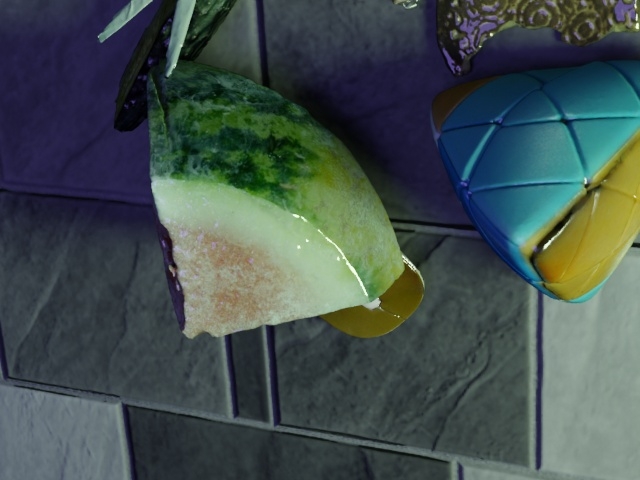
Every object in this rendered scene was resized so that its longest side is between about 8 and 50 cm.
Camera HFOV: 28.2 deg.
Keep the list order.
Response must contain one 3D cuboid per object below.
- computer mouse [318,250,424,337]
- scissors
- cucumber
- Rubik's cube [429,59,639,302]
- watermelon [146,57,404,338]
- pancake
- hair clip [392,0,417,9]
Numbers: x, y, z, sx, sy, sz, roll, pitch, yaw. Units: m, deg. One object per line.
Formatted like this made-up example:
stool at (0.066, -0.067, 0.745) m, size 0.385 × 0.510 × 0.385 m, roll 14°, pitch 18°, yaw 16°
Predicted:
computer mouse at (0.000, 0.000, 1.337) m, size 0.245 × 0.056 × 0.126 m, roll 46°, pitch 123°, yaw 0°
scissors at (-0.118, -0.279, 1.221) m, size 0.144 × 0.017 × 0.247 m, roll 30°, pitch 89°, yaw 11°
cucumber at (-0.148, -0.201, 1.317) m, size 0.062 × 0.078 × 0.211 m, roll 19°, pitch 128°, yaw -21°
Rubik's cube at (0.209, -0.096, 1.149) m, size 0.255 × 0.254 × 0.254 m, roll 10°, pitch 115°, yaw 22°
watermelon at (-0.077, -0.030, 1.261) m, size 0.310 × 0.193 × 0.232 m, roll 39°, pitch 104°, yaw -14°
pancake at (0.199, -0.213, 1.171) m, size 0.191 × 0.020 × 0.184 m, roll 26°, pitch 120°, yaw 15°
hair clip at (0.052, -0.349, 1.152) m, size 0.106 × 0.084 × 0.292 m, roll -20°, pitch 109°, yaw -14°
